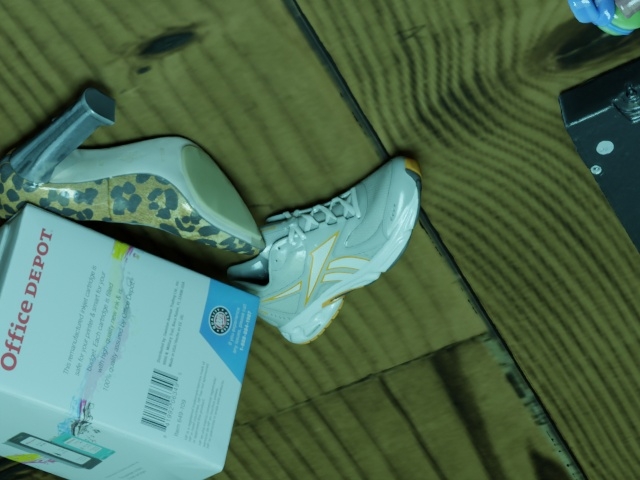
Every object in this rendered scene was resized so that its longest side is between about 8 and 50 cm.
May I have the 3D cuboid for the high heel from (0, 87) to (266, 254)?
[{"bbox_3d":[-0.198,-0.030,2.009,0.261,0.093,0.186,37,124,-25],"label":"high heel"}]

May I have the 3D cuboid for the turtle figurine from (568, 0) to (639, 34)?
[{"bbox_3d":[0.338,-0.301,1.691,0.275,0.197,0.266,-4,142,-34],"label":"turtle figurine"}]

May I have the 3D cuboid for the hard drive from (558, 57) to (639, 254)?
[{"bbox_3d":[0.417,-0.067,2.029,0.237,0.064,0.339,-24,128,17],"label":"hard drive"}]

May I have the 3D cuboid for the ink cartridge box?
[{"bbox_3d":[-0.239,0.122,2.029,0.270,0.198,0.197,23,152,-22],"label":"ink cartridge box"}]

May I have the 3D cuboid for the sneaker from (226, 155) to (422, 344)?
[{"bbox_3d":[0.000,0.000,2.044,0.121,0.099,0.262,28,123,-21],"label":"sneaker"}]
